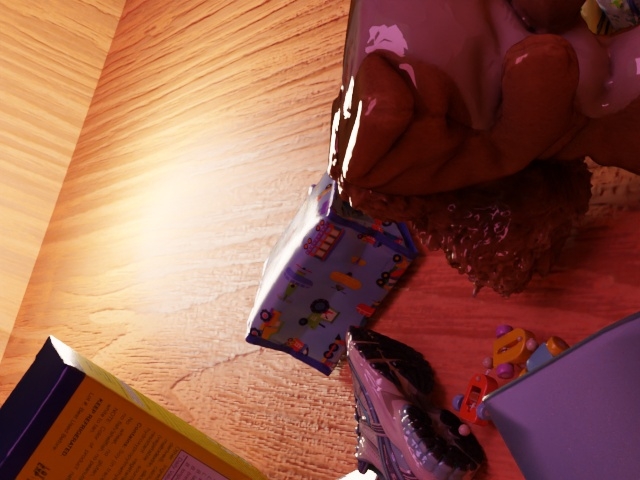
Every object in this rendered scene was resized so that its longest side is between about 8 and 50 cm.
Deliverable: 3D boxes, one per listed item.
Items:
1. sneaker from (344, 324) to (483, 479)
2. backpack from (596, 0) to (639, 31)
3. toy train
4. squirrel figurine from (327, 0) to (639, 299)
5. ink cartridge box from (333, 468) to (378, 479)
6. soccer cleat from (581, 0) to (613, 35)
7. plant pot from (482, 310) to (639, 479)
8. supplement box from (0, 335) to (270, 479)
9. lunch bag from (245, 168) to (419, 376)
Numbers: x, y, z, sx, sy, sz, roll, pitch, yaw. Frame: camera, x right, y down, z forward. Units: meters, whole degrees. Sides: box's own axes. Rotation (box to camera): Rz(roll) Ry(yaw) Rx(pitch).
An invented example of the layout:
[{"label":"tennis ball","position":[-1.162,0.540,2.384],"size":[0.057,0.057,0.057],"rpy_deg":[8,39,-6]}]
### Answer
[{"label":"sneaker","position":[0.072,0.205,1.320],"size":[0.122,0.110,0.283],"rpy_deg":[-59,29,20]},{"label":"backpack","position":[0.342,-0.275,1.211],"size":[0.084,0.114,0.105],"rpy_deg":[14,80,41]},{"label":"toy train","position":[0.208,0.154,1.194],"size":[0.166,0.046,0.125],"rpy_deg":[0,71,63]},{"label":"squirrel figurine","position":[0.203,-0.122,1.149],"size":[0.397,0.370,0.281],"rpy_deg":[104,170,-57]},{"label":"ink cartridge box","position":[-0.033,0.475,1.358],"size":[0.308,0.091,0.385],"rpy_deg":[-36,23,43]},{"label":"soccer cleat","position":[0.311,-0.280,1.292],"size":[0.093,0.121,0.289],"rpy_deg":[20,107,61]},{"label":"plant pot","position":[0.290,0.136,0.907],"size":[0.234,0.165,0.166],"rpy_deg":[-38,64,23]},{"label":"supplement box","position":[-0.237,0.307,1.451],"size":[0.194,0.356,0.195],"rpy_deg":[-55,19,-6]},{"label":"lunch bag","position":[0.000,0.000,1.593],"size":[0.221,0.138,0.293],"rpy_deg":[-56,21,24]}]
